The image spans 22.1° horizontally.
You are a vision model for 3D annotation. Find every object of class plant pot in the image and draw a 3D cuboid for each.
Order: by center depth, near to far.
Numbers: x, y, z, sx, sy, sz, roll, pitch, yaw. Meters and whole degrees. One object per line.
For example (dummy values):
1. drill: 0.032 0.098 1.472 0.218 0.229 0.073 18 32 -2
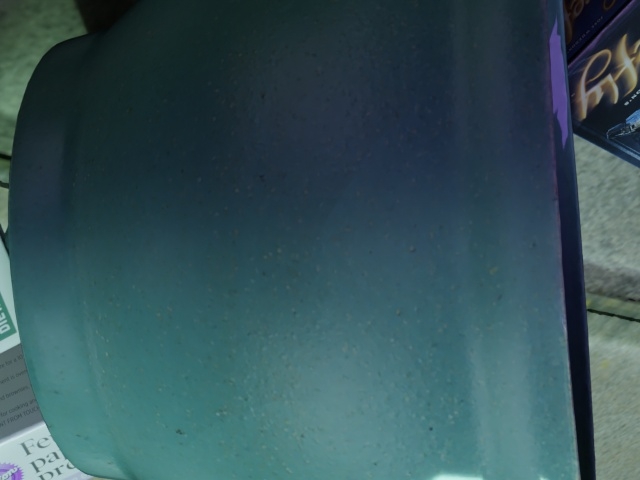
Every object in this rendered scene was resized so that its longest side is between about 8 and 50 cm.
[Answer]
1. plant pot: 0.000 0.000 0.631 0.196 0.293 0.293 -3 145 10

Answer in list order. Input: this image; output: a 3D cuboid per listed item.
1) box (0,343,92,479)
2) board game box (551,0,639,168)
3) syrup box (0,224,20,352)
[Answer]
1. box: -0.037 0.035 0.794 0.324 0.067 0.063 -25 144 -8
2. board game box: 0.217 -0.136 0.781 0.165 0.042 0.243 19 122 -47
3. syrup box: -0.232 0.034 0.584 0.237 0.096 0.093 -29 127 -19
